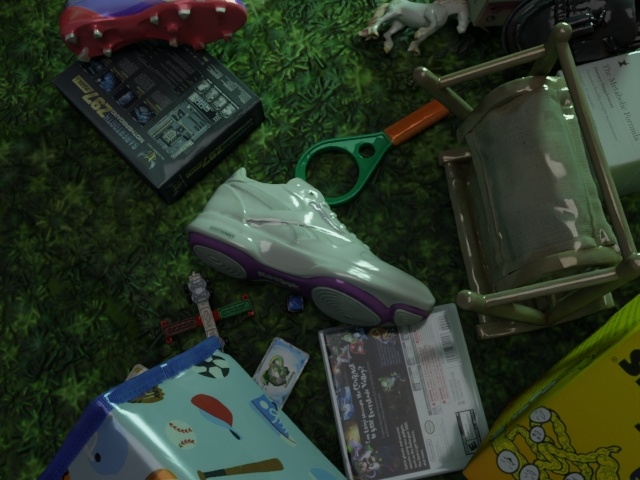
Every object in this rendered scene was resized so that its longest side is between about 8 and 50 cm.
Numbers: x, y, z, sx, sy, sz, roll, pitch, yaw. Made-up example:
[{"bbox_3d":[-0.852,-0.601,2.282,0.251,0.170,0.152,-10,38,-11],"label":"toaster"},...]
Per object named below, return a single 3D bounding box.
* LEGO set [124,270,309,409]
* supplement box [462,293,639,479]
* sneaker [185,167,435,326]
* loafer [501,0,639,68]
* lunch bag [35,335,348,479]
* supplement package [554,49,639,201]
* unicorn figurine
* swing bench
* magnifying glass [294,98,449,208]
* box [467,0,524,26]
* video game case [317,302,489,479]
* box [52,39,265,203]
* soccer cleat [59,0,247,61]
[{"bbox_3d":[-0.121,0.153,0.806,0.182,0.060,0.244,29,78,-1],"label":"LEGO set"},{"bbox_3d":[0.340,0.153,0.604,0.194,0.195,0.356,48,114,16],"label":"supplement box"},{"bbox_3d":[0.000,0.000,0.784,0.305,0.114,0.152,22,61,7],"label":"sneaker"},{"bbox_3d":[0.369,-0.275,0.772,0.302,0.095,0.109,-14,105,-2],"label":"loafer"},{"bbox_3d":[-0.137,0.345,0.629,0.328,0.239,0.385,42,108,13],"label":"lunch bag"},{"bbox_3d":[0.411,-0.148,0.806,0.244,0.134,0.139,-15,73,-1],"label":"supplement package"},{"bbox_3d":[0.140,-0.302,0.910,0.161,0.060,0.111,26,65,17],"label":"unicorn figurine"},{"bbox_3d":[0.216,-0.042,0.716,0.165,0.254,0.253,-14,72,14],"label":"swing bench"},{"bbox_3d":[0.070,-0.122,0.881,0.231,0.026,0.092,-32,73,-4],"label":"magnifying glass"},{"bbox_3d":[0.315,-0.381,0.870,0.232,0.127,0.149,-4,71,-9],"label":"box"},{"bbox_3d":[0.099,0.183,0.782,0.173,0.022,0.191,-12,73,0],"label":"video game case"},{"bbox_3d":[-0.219,-0.191,0.900,0.232,0.059,0.183,43,77,15],"label":"box"},{"bbox_3d":[-0.222,-0.302,0.868,0.247,0.083,0.095,-9,66,2],"label":"soccer cleat"}]
